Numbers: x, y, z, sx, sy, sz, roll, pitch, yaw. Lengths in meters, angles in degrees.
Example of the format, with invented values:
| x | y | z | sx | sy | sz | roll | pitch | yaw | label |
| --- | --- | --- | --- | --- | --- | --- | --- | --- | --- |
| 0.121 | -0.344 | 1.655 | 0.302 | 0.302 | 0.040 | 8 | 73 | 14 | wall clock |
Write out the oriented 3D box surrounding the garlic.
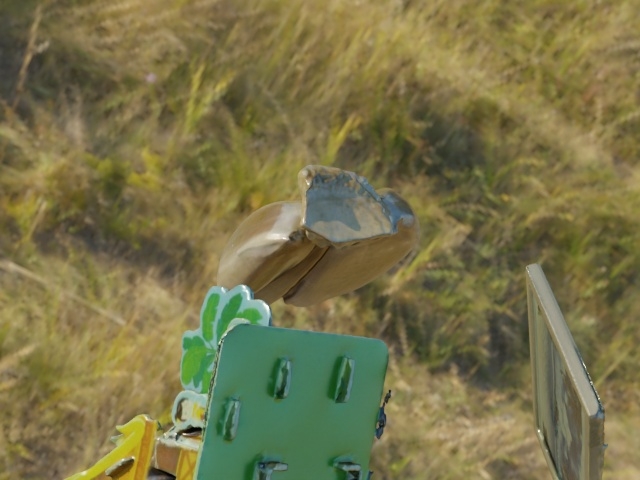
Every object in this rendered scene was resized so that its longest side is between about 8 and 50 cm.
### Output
| x | y | z | sx | sy | sz | roll | pitch | yaw | label |
| --- | --- | --- | --- | --- | --- | --- | --- | --- | --- |
| 0.000 | 0.001 | 1.698 | 0.279 | 0.325 | 0.132 | -3 | 72 | -24 | garlic |

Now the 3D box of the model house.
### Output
| x | y | z | sx | sy | sz | roll | pitch | yaw | label |
| --- | --- | --- | --- | --- | --- | --- | --- | --- | --- |
| -0.134 | 0.218 | 1.216 | 0.312 | 0.358 | 0.242 | 9 | 0 | 40 | model house |

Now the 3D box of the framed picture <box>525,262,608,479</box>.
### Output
| x | y | z | sx | sy | sz | roll | pitch | yaw | label |
| --- | --- | --- | --- | --- | --- | --- | --- | --- | --- |
| 0.289 | 0.214 | 1.455 | 0.024 | 0.315 | 0.232 | -12 | 43 | -2 | framed picture |
